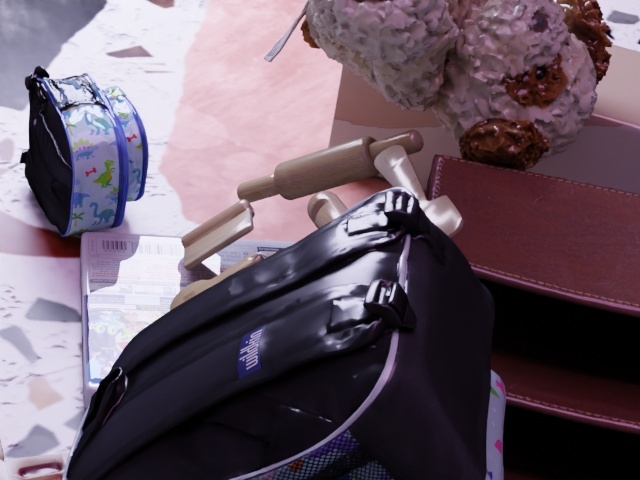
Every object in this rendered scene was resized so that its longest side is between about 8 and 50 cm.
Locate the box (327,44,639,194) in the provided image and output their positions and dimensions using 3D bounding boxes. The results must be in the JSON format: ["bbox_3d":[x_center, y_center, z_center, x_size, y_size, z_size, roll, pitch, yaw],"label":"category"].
[{"bbox_3d":[0.177,-0.105,1.336,0.311,0.121,0.148,16,36,8],"label":"box"}]

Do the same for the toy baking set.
[{"bbox_3d":[0.000,-0.004,1.084,0.256,0.030,0.196,-18,34,29],"label":"toy baking set"}]

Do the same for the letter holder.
[{"bbox_3d":[0.203,0.086,1.052,0.302,0.152,0.214,11,37,1],"label":"letter holder"}]

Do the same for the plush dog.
[{"bbox_3d":[0.109,-0.148,1.180,0.225,0.210,0.262,39,50,0],"label":"plush dog"}]

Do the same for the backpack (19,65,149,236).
[{"bbox_3d":[-0.179,-0.065,1.201,0.084,0.105,0.114,-7,41,-22],"label":"backpack"}]

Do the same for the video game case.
[{"bbox_3d":[-0.073,0.059,1.127,0.201,0.023,0.183,3,35,-12],"label":"video game case"}]

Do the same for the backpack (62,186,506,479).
[{"bbox_3d":[-0.019,0.112,0.902,0.254,0.191,0.225,-23,28,21],"label":"backpack"}]

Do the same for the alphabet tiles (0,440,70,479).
[{"bbox_3d":[-0.282,0.200,0.884,0.343,0.011,0.285,-4,38,-20],"label":"alphabet tiles"}]
